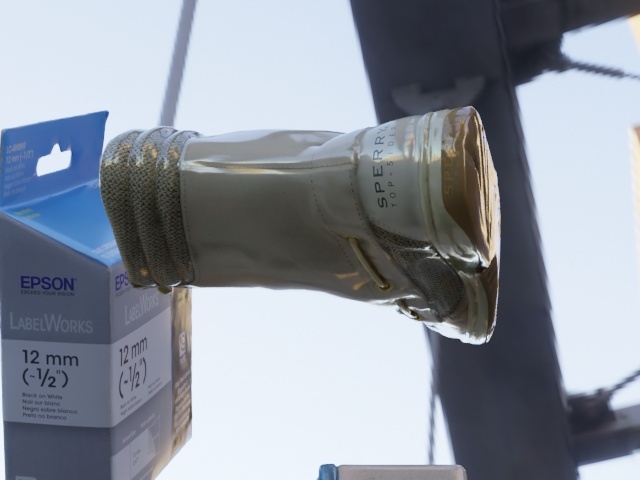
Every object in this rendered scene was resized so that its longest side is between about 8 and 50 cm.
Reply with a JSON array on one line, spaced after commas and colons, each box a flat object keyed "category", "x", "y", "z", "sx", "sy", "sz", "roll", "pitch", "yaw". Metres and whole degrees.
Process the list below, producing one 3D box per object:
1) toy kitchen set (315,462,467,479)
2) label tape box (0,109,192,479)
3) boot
[{"category": "toy kitchen set", "x": 0.011, "y": 0.224, "z": 0.552, "sx": 0.122, "sy": 0.207, "sz": 0.166, "roll": -4, "pitch": -35, "yaw": -1}, {"category": "label tape box", "x": -0.204, "y": 0.060, "z": 1.218, "sx": 0.115, "sy": 0.249, "sz": 0.348, "roll": 4, "pitch": -80, "yaw": 10}, {"category": "boot", "x": 0.000, "y": 0.000, "z": 0.741, "sx": 0.203, "sy": 0.095, "sz": 0.262, "roll": -2, "pitch": -16, "yaw": 11}]
